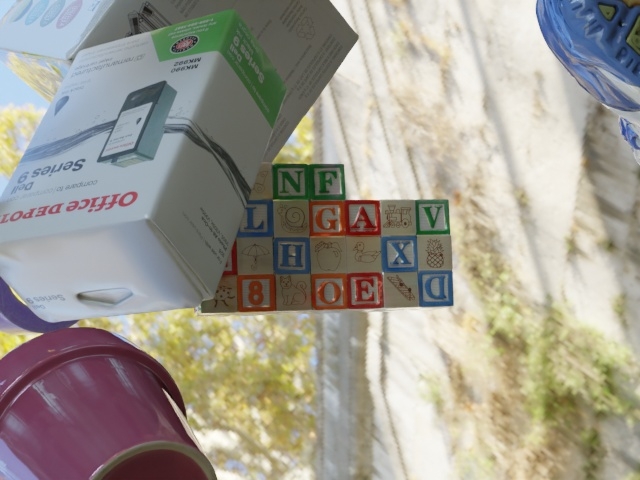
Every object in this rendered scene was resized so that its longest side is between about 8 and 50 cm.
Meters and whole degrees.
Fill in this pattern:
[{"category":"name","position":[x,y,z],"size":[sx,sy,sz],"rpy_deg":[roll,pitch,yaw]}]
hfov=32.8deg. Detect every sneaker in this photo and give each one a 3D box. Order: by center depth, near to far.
[{"category":"sneaker","position":[0.217,-0.082,0.652],"size":[0.296,0.131,0.112],"rpy_deg":[17,-110,-34]}]

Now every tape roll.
[{"category":"tape roll","position":[-0.411,0.040,1.550],"size":[0.189,0.080,0.189],"rpy_deg":[6,-99,-42]}]

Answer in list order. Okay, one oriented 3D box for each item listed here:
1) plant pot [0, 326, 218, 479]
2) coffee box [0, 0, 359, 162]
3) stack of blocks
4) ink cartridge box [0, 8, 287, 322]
[{"category":"plant pot","position":[-0.181,0.193,0.910],"size":[0.201,0.180,0.201],"rpy_deg":[-10,-72,-32]},{"category":"coffee box","position":[-0.221,-0.295,1.603],"size":[0.338,0.334,0.338],"rpy_deg":[44,-105,-35]},{"category":"stack of blocks","position":[0.000,0.000,1.281],"size":[0.297,0.087,0.171],"rpy_deg":[0,-97,-11]},{"category":"ink cartridge box","position":[-0.178,-0.075,1.075],"size":[0.121,0.211,0.289],"rpy_deg":[57,-144,-39]}]
